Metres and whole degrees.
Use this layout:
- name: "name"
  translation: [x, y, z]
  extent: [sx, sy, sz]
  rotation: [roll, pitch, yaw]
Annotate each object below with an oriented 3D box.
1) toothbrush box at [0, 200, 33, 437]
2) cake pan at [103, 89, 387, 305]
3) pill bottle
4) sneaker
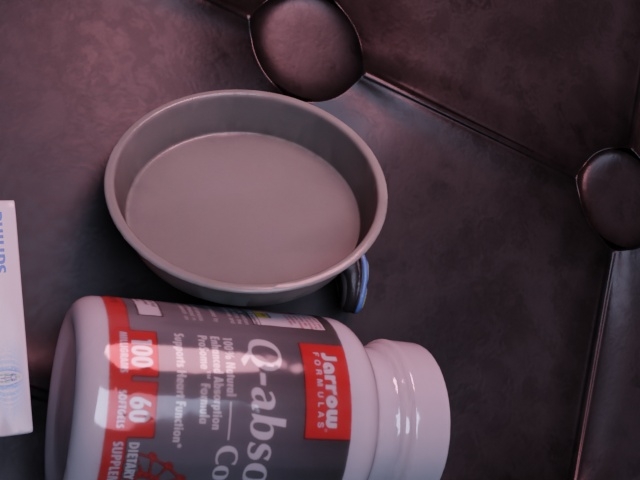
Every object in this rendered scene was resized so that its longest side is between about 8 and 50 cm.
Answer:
- name: "toothbrush box"
  translation: [-0.420, 0.086, 0.815]
  extent: [0.295, 0.126, 0.217]
  rotation: [-2, 79, -26]
- name: "cake pan"
  translation: [-0.077, -0.046, 0.966]
  extent: [0.293, 0.054, 0.293]
  rotation: [5, 48, -5]
- name: "pill bottle"
  translation: [-0.071, 0.172, 0.902]
  extent: [0.362, 0.210, 0.210]
  rotation: [7, 76, -23]
- name: "sneaker"
  translation: [0.000, 0.000, 1.059]
  extent: [0.078, 0.067, 0.188]
  rotation: [-20, 83, -18]
